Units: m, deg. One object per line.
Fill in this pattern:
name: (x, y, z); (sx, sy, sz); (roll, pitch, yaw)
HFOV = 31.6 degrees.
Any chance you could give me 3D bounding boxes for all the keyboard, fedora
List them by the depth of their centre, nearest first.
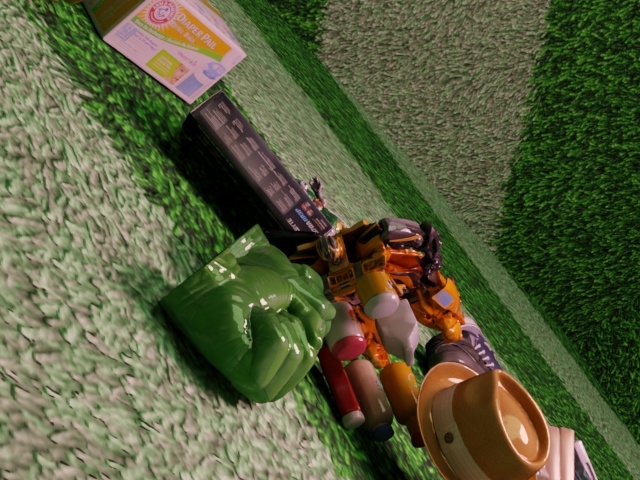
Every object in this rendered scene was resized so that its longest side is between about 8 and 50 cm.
fedora: (0.192, 0.207, 1.236); (0.194, 0.079, 0.194); (29, 39, -27)
keyboard: (-0.023, 0.038, 1.362); (0.192, 0.100, 0.038); (56, 42, -61)

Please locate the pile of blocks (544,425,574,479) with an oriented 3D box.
pile of blocks: (0.309, 0.414, 1.496); (0.112, 0.149, 0.362); (110, -34, -52)

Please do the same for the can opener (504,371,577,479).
can opener: (0.342, 0.352, 1.886); (0.095, 0.076, 0.283); (87, -20, -47)

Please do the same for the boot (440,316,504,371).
boot: (0.282, 0.204, 2.046); (0.086, 0.069, 0.190); (56, 10, 32)

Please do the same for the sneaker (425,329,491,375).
sneaker: (0.250, 0.219, 1.825); (0.227, 0.087, 0.130); (38, 23, -27)

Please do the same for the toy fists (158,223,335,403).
toy fists: (-0.055, 0.068, 1.103); (0.142, 0.096, 0.279); (52, 10, -3)

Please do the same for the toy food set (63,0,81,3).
toy food set: (-0.360, -0.357, 1.318); (0.218, 0.071, 0.128); (52, -13, -8)

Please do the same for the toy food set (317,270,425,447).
toy food set: (0.063, 0.145, 1.250); (0.232, 0.111, 0.104); (81, -11, -53)

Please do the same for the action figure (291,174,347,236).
action figure: (-0.029, -0.058, 1.575); (0.232, 0.063, 0.137); (43, 14, 9)

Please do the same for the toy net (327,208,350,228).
toy net: (0.000, 0.000, 1.668); (0.122, 0.045, 0.232); (29, 15, -15)

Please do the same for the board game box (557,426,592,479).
board game box: (0.422, 0.417, 1.878); (0.126, 0.026, 0.186); (92, -26, -55)

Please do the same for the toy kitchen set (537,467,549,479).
toy kitchen set: (0.215, 0.332, 1.265); (0.207, 0.122, 0.166); (58, 13, 30)

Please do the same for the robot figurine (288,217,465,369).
robot figurine: (0.065, 0.064, 1.339); (0.291, 0.211, 0.085); (40, 31, -59)

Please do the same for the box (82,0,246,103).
box: (-0.213, -0.295, 1.547); (0.203, 0.114, 0.103); (33, 21, -54)

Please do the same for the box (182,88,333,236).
box: (-0.083, -0.082, 1.430); (0.220, 0.051, 0.175); (51, -8, -7)

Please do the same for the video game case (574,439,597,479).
video game case: (0.436, 0.407, 1.926); (0.157, 0.019, 0.143); (131, -63, -78)
